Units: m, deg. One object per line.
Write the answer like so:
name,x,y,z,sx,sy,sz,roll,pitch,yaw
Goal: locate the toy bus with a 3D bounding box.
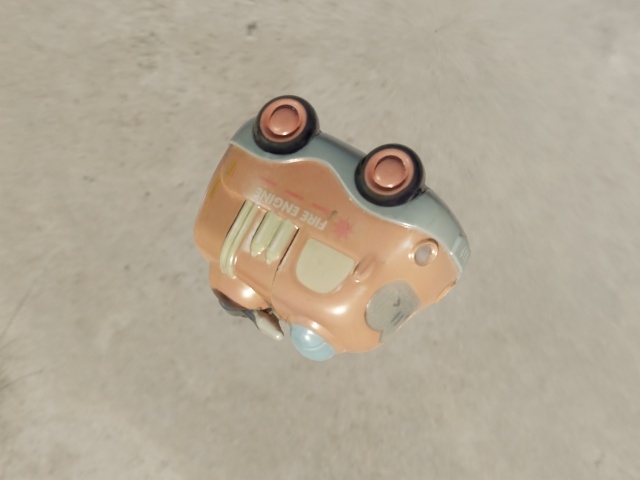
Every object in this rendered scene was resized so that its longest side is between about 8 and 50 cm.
toy bus,0.000,0.000,1.653,0.287,0.194,0.232,30,77,23
